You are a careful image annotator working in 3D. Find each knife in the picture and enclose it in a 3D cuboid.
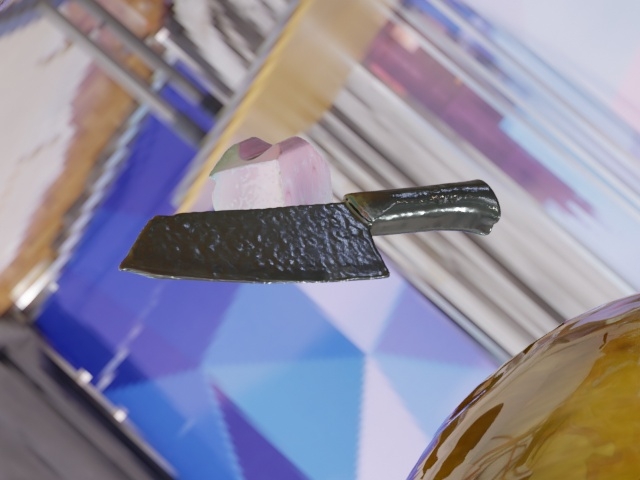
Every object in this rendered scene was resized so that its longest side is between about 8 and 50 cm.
[{"bbox_3d":[0.000,0.000,0.939,0.230,0.060,0.028,-5,138,-31],"label":"knife"}]

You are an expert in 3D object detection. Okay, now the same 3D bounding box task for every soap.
[{"bbox_3d":[-0.035,-0.029,1.407,0.149,0.056,0.100,-30,116,-72],"label":"soap"}]

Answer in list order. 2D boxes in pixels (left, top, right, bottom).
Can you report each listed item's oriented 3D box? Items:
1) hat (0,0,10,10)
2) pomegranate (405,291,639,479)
[{"bbox_3d":[-0.266,-0.224,1.221,0.205,0.205,0.089,-50,153,4],"label":"hat"},{"bbox_3d":[0.125,0.144,0.431,0.307,0.307,0.307,-47,171,-10],"label":"pomegranate"}]
